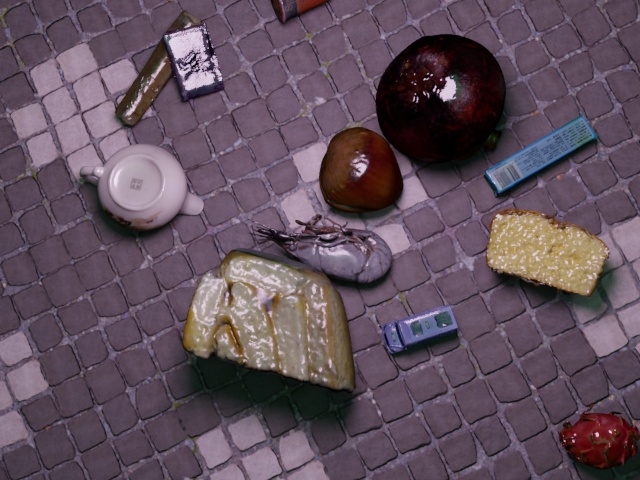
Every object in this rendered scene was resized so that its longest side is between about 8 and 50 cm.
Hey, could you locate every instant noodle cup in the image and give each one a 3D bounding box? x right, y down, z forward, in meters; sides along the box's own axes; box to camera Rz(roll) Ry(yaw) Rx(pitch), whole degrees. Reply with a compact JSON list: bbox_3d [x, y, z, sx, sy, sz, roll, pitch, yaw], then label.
[{"bbox_3d":[-0.050,-0.604,1.981,0.135,0.127,0.127,-21,80,-8],"label":"instant noodle cup"}]

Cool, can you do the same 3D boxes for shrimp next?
[{"bbox_3d":[-0.001,0.004,1.877,0.342,0.116,0.145,15,82,-2],"label":"shrimp"}]

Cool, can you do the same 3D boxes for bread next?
[{"bbox_3d":[-0.085,0.163,1.794,0.395,0.239,0.264,14,82,3],"label":"bread"},{"bbox_3d":[0.500,0.023,1.836,0.260,0.147,0.160,12,91,9],"label":"bread"}]

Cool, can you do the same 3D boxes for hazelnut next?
[{"bbox_3d":[0.102,-0.151,1.871,0.208,0.208,0.208,0,81,3],"label":"hazelnut"}]

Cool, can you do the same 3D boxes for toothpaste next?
[{"bbox_3d":[0.511,-0.195,1.912,0.266,0.050,0.065,-30,80,-2],"label":"toothpaste"}]

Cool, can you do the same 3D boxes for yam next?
[{"bbox_3d":[-0.392,-0.419,1.991,0.071,0.067,0.317,33,85,-7],"label":"yam"}]

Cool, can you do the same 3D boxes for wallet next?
[{"bbox_3d":[-0.305,-0.430,1.972,0.111,0.030,0.166,-17,103,-11],"label":"wallet"}]

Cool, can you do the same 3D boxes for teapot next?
[{"bbox_3d":[-0.424,-0.126,1.913,0.298,0.139,0.204,21,84,4],"label":"teapot"}]

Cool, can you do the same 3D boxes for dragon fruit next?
[{"bbox_3d":[0.601,0.435,1.774,0.165,0.133,0.136,-4,39,1],"label":"dragon fruit"}]

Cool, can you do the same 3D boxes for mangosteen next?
[{"bbox_3d":[0.277,-0.318,1.845,0.297,0.293,0.297,11,109,36],"label":"mangosteen"}]

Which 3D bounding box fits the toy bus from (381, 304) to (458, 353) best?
[{"bbox_3d":[0.223,0.199,1.853,0.167,0.076,0.073,-19,80,0],"label":"toy bus"}]
